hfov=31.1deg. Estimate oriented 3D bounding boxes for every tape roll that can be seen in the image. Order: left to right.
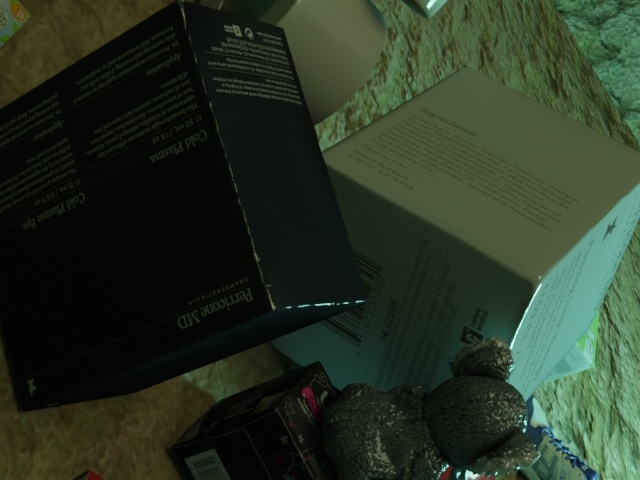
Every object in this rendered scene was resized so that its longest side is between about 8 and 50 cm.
[{"bbox_3d":[-0.050,-0.299,1.663,0.169,0.246,0.246,39,40,-37],"label":"tape roll"}]

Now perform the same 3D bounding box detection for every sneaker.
[{"bbox_3d":[0.426,0.401,2.034,0.112,0.131,0.296,1,68,-55],"label":"sneaker"}]

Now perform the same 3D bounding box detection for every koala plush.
[{"bbox_3d":[0.137,0.221,1.309,0.203,0.221,0.196,42,34,-43],"label":"koala plush"}]

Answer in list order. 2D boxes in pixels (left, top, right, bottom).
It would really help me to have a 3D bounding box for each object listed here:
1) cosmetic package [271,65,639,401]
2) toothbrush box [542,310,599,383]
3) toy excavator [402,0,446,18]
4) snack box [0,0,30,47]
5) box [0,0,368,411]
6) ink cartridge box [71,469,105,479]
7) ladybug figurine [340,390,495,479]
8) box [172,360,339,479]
[{"bbox_3d":[0.196,0.018,1.565,0.327,0.329,0.394,30,40,22],"label":"cosmetic package"},{"bbox_3d":[0.452,0.107,2.278,0.206,0.122,0.283,52,35,-22],"label":"toothbrush box"},{"bbox_3d":[-0.025,-0.528,1.682,0.433,0.222,0.445,39,8,-35],"label":"toy excavator"},{"bbox_3d":[-0.406,-0.281,1.304,0.141,0.037,0.100,52,35,-23],"label":"snack box"},{"bbox_3d":[-0.173,-0.023,1.195,0.179,0.343,0.312,1,69,-57],"label":"box"},{"bbox_3d":[-0.168,0.416,1.049,0.272,0.130,0.309,43,23,-35],"label":"ink cartridge box"},{"bbox_3d":[0.179,0.258,1.720,0.305,0.162,0.449,63,31,-6],"label":"ladybug figurine"},{"bbox_3d":[-0.032,0.298,1.369,0.247,0.163,0.142,63,28,-6],"label":"box"}]
